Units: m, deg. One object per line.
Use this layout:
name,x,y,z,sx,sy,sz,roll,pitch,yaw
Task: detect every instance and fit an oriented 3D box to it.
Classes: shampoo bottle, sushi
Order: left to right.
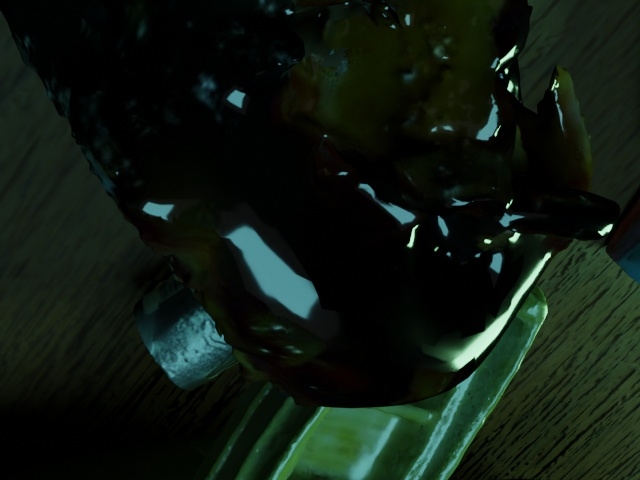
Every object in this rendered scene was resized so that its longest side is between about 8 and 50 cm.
shampoo bottle,0.001,0.001,0.777,0.207,0.057,0.063,-32,124,7
sushi,0.001,-0.050,0.585,0.215,0.212,0.227,-18,137,-10

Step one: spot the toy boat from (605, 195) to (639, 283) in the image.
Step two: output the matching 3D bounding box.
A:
toy boat,0.321,-0.091,0.815,0.392,0.079,0.136,-43,136,21

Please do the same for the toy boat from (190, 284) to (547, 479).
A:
toy boat,0.003,0.117,0.759,0.111,0.084,0.276,19,107,-36

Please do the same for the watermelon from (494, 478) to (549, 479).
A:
watermelon,0.136,0.307,1.025,0.278,0.279,0.359,-15,148,-9

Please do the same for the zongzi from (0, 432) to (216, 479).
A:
zongzi,-0.164,0.251,0.935,0.356,0.174,0.393,-7,158,-35
